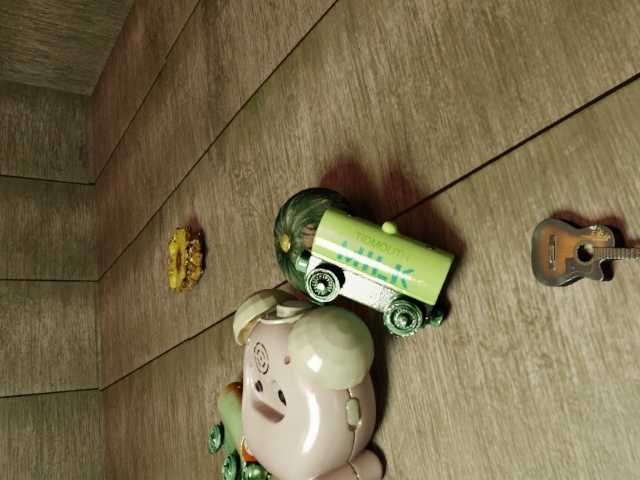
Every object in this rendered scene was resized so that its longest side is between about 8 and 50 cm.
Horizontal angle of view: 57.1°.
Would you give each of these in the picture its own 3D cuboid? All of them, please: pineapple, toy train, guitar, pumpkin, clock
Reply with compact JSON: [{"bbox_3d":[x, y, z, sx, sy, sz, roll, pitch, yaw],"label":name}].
[{"bbox_3d":[-0.393,0.058,1.732,0.225,0.076,0.225,-13,75,57],"label":"pineapple"},{"bbox_3d":[-0.173,0.427,1.317,0.285,0.116,0.177,-162,83,-68],"label":"toy train"},{"bbox_3d":[0.351,0.014,0.688,0.233,0.025,0.088,-2,86,55],"label":"guitar"},{"bbox_3d":[-0.002,0.002,1.095,0.211,0.152,0.212,3,94,55],"label":"pumpkin"},{"bbox_3d":[-0.034,0.262,1.071,0.342,0.184,0.326,7,102,50],"label":"clock"},{"bbox_3d":[0.088,0.041,0.926,0.253,0.105,0.157,22,111,13],"label":"toy train"}]
